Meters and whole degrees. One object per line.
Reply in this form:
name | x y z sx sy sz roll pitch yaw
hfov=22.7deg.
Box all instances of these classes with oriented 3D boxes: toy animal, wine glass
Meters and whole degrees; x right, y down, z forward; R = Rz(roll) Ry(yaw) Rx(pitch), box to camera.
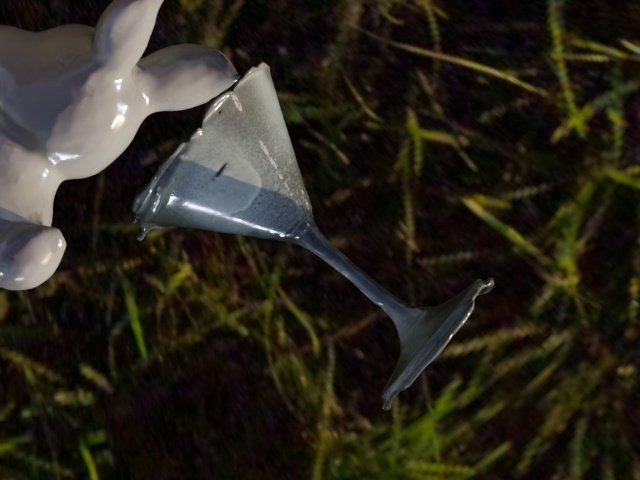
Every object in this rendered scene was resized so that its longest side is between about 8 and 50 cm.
toy animal | -0.273 -0.114 1.677 0.367 0.241 0.196 -45 145 -2
wine glass | 0.000 0.000 0.885 0.183 0.122 0.122 39 96 2
